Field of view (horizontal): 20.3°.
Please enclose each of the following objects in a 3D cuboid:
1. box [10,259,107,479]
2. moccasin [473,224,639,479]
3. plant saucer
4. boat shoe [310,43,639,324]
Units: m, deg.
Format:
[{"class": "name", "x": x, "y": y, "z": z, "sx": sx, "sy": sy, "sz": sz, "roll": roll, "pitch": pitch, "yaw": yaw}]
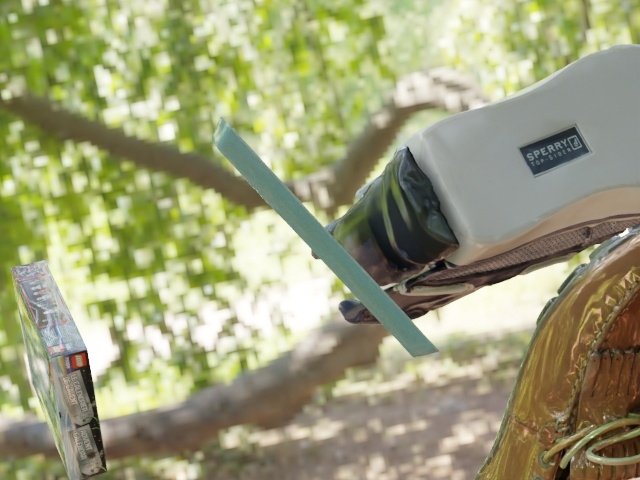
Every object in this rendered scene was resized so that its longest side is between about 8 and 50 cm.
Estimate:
[{"class": "box", "x": -0.173, "y": 0.083, "z": 1.180, "sx": 0.027, "sy": 0.094, "sz": 0.137, "roll": -13, "pitch": 28, "yaw": -15}, {"class": "moccasin", "x": 0.220, "y": 0.153, "z": 1.433, "sx": 0.139, "sy": 0.380, "sz": 0.147, "roll": 6, "pitch": 29, "yaw": -44}, {"class": "plant saucer", "x": 0.000, "y": 0.000, "z": 1.111, "sx": 0.018, "sy": 0.192, "sz": 0.067, "roll": -44, "pitch": 10, "yaw": 1}, {"class": "boat shoe", "x": 0.144, "y": -0.038, "z": 1.260, "sx": 0.341, "sy": 0.127, "sz": 0.158, "roll": -14, "pitch": -16, "yaw": -38}]
